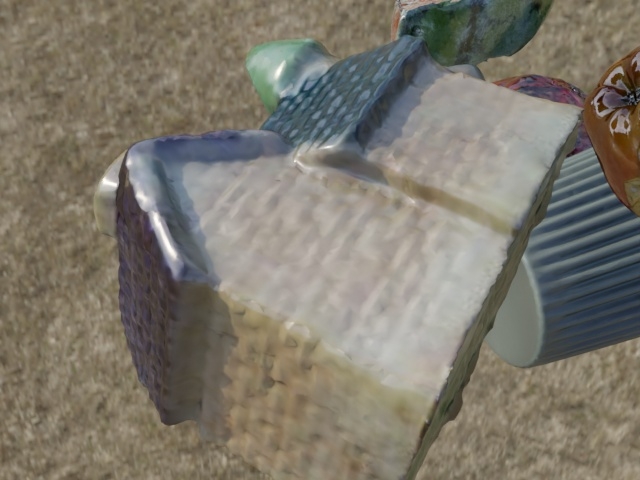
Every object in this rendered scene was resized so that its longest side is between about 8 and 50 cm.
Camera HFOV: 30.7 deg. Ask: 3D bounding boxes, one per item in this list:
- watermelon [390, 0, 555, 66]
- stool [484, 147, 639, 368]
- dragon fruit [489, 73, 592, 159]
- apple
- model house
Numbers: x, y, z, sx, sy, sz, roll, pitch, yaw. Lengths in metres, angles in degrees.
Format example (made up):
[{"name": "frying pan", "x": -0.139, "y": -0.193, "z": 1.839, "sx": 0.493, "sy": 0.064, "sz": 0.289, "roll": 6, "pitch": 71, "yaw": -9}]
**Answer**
[{"name": "watermelon", "x": 0.119, "y": -0.185, "z": 0.977, "sx": 0.187, "sy": 0.071, "sz": 0.139, "roll": -25, "pitch": 22, "yaw": -28}, {"name": "stool", "x": 0.382, "y": 0.013, "z": 1.639, "sx": 0.330, "sy": 0.297, "sz": 0.297, "roll": -18, "pitch": 54, "yaw": -16}, {"name": "dragon fruit", "x": 0.372, "y": -0.146, "z": 2.092, "sx": 0.329, "sy": 0.329, "sz": 0.329, "roll": 1, "pitch": 51, "yaw": -1}, {"name": "apple", "x": 0.318, "y": -0.100, "z": 1.039, "sx": 0.158, "sy": 0.156, "sz": 0.147, "roll": 39, "pitch": 22, "yaw": -16}, {"name": "model house", "x": 0.000, "y": -0.001, "z": 0.817, "sx": 0.284, "sy": 0.243, "sz": 0.298, "roll": 27, "pitch": 50, "yaw": 9}]
